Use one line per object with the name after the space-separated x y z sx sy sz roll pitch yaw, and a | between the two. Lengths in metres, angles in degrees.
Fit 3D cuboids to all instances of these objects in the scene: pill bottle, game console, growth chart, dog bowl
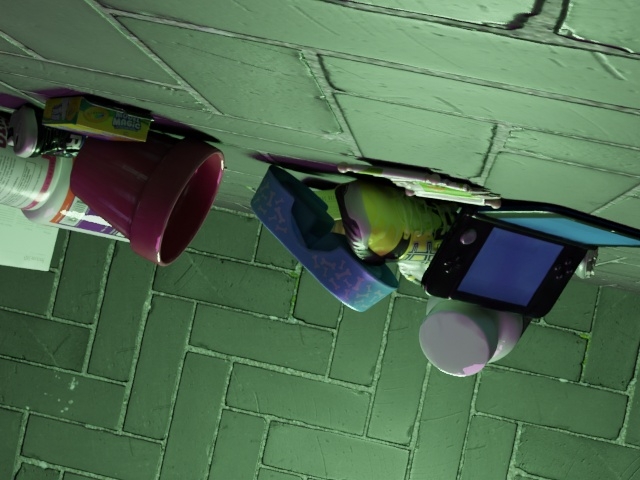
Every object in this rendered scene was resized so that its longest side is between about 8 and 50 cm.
-0.434 -0.097 2.303 0.323 0.182 0.181 13 178 -40 | pill bottle
-0.619 -0.156 2.018 0.283 0.160 0.160 13 178 -44 | pill bottle
0.351 0.040 1.789 0.293 0.250 0.173 14 -156 -35 | game console
0.152 -0.079 1.615 0.172 0.021 0.237 10 178 30 | growth chart
0.296 0.112 2.045 0.176 0.176 0.318 11 -151 24 | pill bottle
0.000 0.000 1.875 0.297 0.074 0.166 46 -168 16 | dog bowl

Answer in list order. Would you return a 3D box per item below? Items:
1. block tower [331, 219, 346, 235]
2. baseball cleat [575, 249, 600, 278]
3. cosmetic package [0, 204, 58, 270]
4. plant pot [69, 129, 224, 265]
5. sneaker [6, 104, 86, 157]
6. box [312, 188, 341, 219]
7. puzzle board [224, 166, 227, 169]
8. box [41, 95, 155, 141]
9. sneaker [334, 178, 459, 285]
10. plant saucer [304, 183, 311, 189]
0.121 -0.029 2.193 0.091 0.097 0.335 13 176 -27 | block tower
0.464 0.030 2.120 0.109 0.072 0.206 16 176 15 | baseball cleat
-0.683 -0.093 2.434 0.097 0.285 0.377 11 177 18 | cosmetic package
-0.270 -0.087 1.725 0.180 0.201 0.201 27 180 8 | plant pot
-0.433 -0.171 1.838 0.121 0.079 0.217 9 -173 -22 | sneaker
0.003 -0.063 2.132 0.087 0.058 0.232 -7 -179 -9 | box
-0.248 -0.147 2.203 0.128 0.011 0.096 12 178 -9 | puzzle board
-0.306 -0.167 1.568 0.105 0.043 0.179 13 176 -30 | box
0.150 -0.032 1.850 0.147 0.145 0.384 -22 160 24 | sneaker
-0.059 -0.107 2.184 0.083 0.013 0.083 12 177 1 | plant saucer
